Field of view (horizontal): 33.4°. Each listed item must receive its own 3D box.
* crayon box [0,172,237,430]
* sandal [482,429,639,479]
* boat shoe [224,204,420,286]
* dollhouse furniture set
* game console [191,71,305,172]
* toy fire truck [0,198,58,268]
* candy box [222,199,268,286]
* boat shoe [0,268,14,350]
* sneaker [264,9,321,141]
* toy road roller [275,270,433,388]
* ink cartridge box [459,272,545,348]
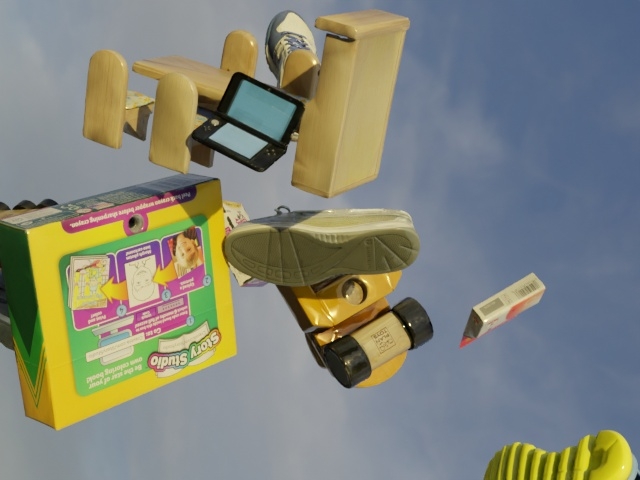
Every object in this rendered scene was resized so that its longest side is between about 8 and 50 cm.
[{"bbox_3d":[-0.309,0.084,1.685,0.106,0.363,0.313,12,-68,43],"label":"crayon box"},{"bbox_3d":[0.393,0.397,1.723,0.138,0.126,0.317,37,-32,-26],"label":"sandal"},{"bbox_3d":[0.001,-0.002,1.775,0.103,0.320,0.118,-99,-176,-57],"label":"boat shoe"},{"bbox_3d":[-0.096,-0.256,1.643,0.394,0.362,0.256,21,-66,25],"label":"dollhouse furniture set"},{"bbox_3d":[-0.102,-0.167,1.501,0.122,0.107,0.071,27,-50,14],"label":"game console"},{"bbox_3d":[-0.642,0.035,2.378,0.217,0.158,0.246,-2,-61,25],"label":"toy fire truck"},{"bbox_3d":[-0.212,0.009,2.849,0.233,0.071,0.159,59,15,11],"label":"candy box"},{"bbox_3d":[-0.598,0.106,1.955,0.127,0.340,0.113,-29,-136,39],"label":"boat shoe"},{"bbox_3d":[-0.037,-0.343,2.089,0.131,0.112,0.296,126,-38,-57],"label":"sneaker"},{"bbox_3d":[0.038,0.126,2.046,0.329,0.202,0.240,60,-21,2],"label":"toy road roller"},{"bbox_3d":[0.339,0.148,2.011,0.045,0.145,0.179,54,-19,27],"label":"ink cartridge box"}]
